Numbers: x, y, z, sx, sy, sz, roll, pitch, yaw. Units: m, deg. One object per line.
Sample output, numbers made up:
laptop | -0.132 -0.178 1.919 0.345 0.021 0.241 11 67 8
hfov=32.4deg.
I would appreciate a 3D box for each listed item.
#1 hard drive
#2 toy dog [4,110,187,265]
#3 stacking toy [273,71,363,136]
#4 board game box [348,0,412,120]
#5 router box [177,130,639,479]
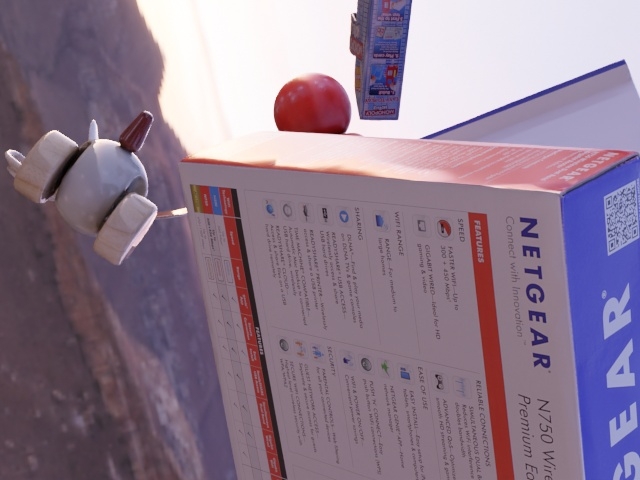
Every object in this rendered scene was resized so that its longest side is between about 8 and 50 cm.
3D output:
hard drive | 0.249 -0.107 1.374 0.210 0.318 0.040 38 37 -57
toy dog | -0.248 -0.077 1.338 0.220 0.161 0.333 40 -4 -21
stacking toy | 0.033 -0.032 1.228 0.141 0.141 0.330 125 -58 -78
board game box | 0.076 -0.272 1.535 0.194 0.060 0.194 -118 -151 -71
router box | 0.060 0.106 0.702 0.301 0.082 0.335 9 -66 44
